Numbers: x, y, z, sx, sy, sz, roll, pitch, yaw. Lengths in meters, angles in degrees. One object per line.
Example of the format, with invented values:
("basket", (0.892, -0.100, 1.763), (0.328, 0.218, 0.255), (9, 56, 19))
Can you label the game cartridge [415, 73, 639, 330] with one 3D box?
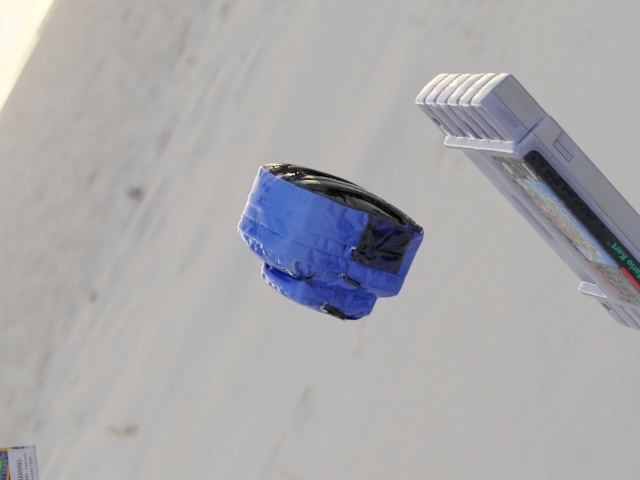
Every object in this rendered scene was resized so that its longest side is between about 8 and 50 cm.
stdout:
("game cartridge", (0.258, -0.032, 1.969), (0.068, 0.355, 0.230), (-44, 13, -3))

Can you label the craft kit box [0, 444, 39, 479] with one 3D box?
("craft kit box", (-0.375, 0.321, 1.748), (0.061, 0.246, 0.250), (136, 128, -61))

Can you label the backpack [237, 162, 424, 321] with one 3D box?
("backpack", (0.000, 0.000, 1.403), (0.098, 0.120, 0.101), (22, 89, 54))
